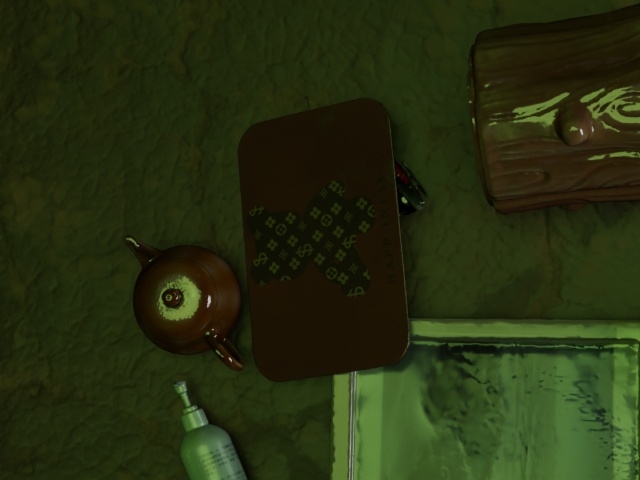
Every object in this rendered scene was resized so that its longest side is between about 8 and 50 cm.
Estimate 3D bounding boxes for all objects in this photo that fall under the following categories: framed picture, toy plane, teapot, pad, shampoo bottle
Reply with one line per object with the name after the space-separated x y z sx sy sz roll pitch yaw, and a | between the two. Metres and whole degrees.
0.164 0.294 1.451 0.326 0.028 0.446 0 79 7 | framed picture
0.062 -0.075 1.517 0.037 0.060 0.145 -37 66 6 | toy plane
-0.134 0.062 1.515 0.116 0.116 0.173 -40 82 5 | teapot
0.000 0.000 1.510 0.181 0.004 0.267 -11 78 28 | pad
-0.104 0.231 1.526 0.056 0.056 0.195 -24 82 7 | shampoo bottle

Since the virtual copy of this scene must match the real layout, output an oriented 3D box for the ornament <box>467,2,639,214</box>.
0.259 -0.119 1.425 0.217 0.221 0.235 -6 44 13 | ornament
